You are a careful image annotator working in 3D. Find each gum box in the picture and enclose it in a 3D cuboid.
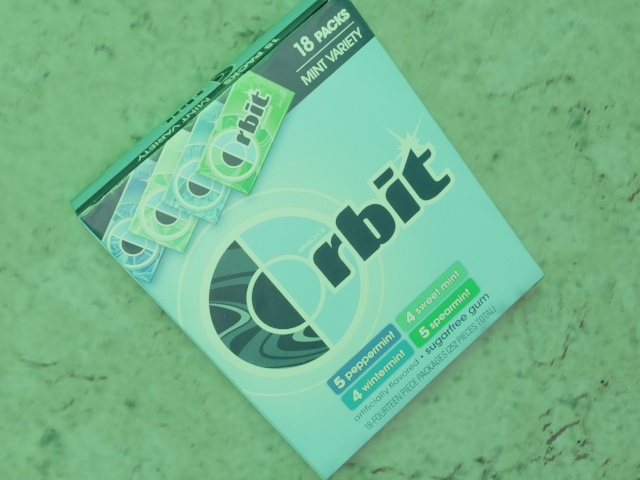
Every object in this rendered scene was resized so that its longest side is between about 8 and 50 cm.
[{"bbox_3d":[0.000,0.000,0.472,0.157,0.041,0.184,-42,113,-6],"label":"gum box"}]
